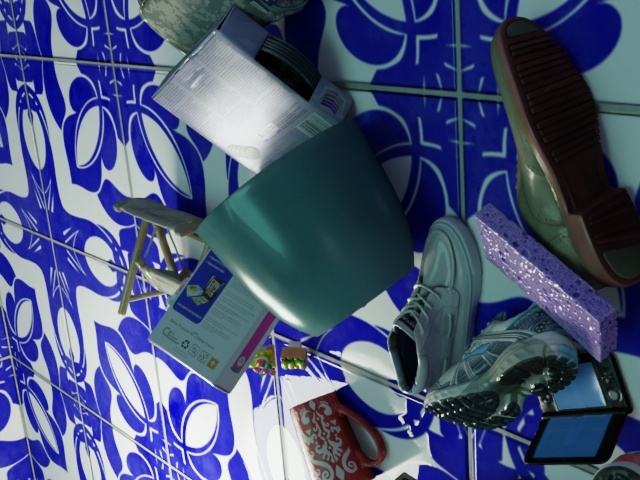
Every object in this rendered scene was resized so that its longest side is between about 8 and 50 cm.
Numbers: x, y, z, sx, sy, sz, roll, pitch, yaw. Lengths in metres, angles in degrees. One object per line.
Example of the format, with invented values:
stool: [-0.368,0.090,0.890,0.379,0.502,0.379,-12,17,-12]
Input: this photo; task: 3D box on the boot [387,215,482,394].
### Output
boot: [0.160,0.100,1.333,0.095,0.123,0.258,15,116,48]

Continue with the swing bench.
swing bench: [-0.281,0.051,1.846,0.253,0.165,0.255,21,115,47]

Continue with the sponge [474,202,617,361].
sponge: [0.277,0.050,1.131,0.210,0.031,0.117,47,172,32]

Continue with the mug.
mug: [0.032,0.358,1.645,0.113,0.150,0.169,71,177,-78]

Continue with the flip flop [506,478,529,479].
flip flop: [0.341,0.444,1.279,0.277,0.112,0.080,35,143,31]

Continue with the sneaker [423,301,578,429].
sneaker: [0.249,0.172,1.271,0.283,0.110,0.122,-40,31,46]

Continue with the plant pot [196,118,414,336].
plant pot: [0.000,0.000,1.377,0.235,0.293,0.293,55,141,2]

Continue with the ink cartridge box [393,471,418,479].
ink cartridge box: [0.196,0.498,1.427,0.193,0.088,0.235,23,143,46]

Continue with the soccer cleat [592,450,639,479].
soccer cleat: [0.423,0.415,1.122,0.108,0.116,0.318,-20,84,41]

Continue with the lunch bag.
lunch bag: [-0.166,-0.441,1.468,0.305,0.212,0.256,-12,111,54]

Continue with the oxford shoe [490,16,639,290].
oxford shoe: [0.270,-0.096,1.121,0.130,0.123,0.348,-24,84,58]

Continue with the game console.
game console: [0.324,0.221,1.210,0.144,0.085,0.124,-19,89,53]

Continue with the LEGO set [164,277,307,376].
LEGO set: [-0.167,0.197,1.673,0.287,0.107,0.132,32,109,-4]

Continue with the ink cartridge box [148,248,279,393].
ink cartridge box: [-0.125,0.062,1.574,0.175,0.069,0.371,27,81,36]

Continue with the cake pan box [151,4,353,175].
cake pan box: [-0.113,-0.228,1.480,0.245,0.070,0.267,34,148,-18]
